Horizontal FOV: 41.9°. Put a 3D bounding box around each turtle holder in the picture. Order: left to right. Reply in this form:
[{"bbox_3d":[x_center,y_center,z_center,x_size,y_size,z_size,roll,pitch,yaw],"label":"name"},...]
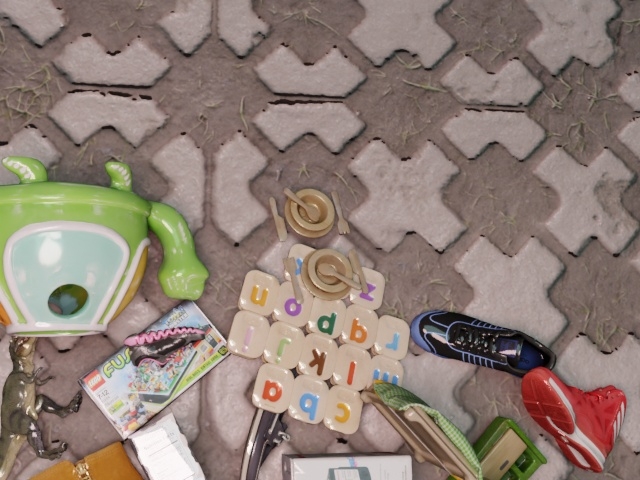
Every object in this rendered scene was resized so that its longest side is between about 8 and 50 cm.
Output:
[{"bbox_3d":[-0.350,0.023,1.211,0.320,0.243,0.228,12,71,-52],"label":"turtle holder"}]

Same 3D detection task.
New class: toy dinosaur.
[{"bbox_3d":[-0.419,0.262,1.216,0.118,0.064,0.268,11,78,-3],"label":"toy dinosaur"}]

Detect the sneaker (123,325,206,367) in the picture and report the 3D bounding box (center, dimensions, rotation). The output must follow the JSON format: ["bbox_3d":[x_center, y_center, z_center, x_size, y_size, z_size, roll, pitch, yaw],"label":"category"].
[{"bbox_3d":[-0.227,0.159,1.237,0.119,0.047,0.057,-9,88,-11],"label":"sneaker"}]

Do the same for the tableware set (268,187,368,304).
[{"bbox_3d":[0.000,0.000,1.331,0.128,0.039,0.194,-8,70,-24],"label":"tableware set"}]

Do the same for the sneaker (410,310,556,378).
[{"bbox_3d":[0.263,0.162,1.336,0.232,0.090,0.081,16,75,-6],"label":"sneaker"}]

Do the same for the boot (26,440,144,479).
[{"bbox_3d":[-0.364,0.429,1.160,0.295,0.104,0.211,-29,76,-27],"label":"boot"}]

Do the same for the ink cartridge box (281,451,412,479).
[{"bbox_3d":[0.035,0.352,1.233,0.175,0.127,0.072,1,79,-9],"label":"ink cartridge box"}]

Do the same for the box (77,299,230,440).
[{"bbox_3d":[-0.247,0.191,1.262,0.207,0.036,0.114,-39,85,-21],"label":"box"}]

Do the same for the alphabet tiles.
[{"bbox_3d":[0.002,0.149,1.298,0.284,0.021,0.278,20,60,-13],"label":"alphabet tiles"}]

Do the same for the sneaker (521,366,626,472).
[{"bbox_3d":[0.407,0.253,1.332,0.128,0.087,0.221,-48,119,-27],"label":"sneaker"}]

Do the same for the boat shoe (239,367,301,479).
[{"bbox_3d":[-0.072,0.280,1.261,0.065,0.075,0.206,17,69,-5],"label":"boat shoe"}]

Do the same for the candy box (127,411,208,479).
[{"bbox_3d":[-0.195,0.347,1.175,0.070,0.165,0.196,-27,82,-17],"label":"candy box"}]

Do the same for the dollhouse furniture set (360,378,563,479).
[{"bbox_3d":[0.225,0.284,1.214,0.151,0.197,0.301,-44,100,-14],"label":"dollhouse furniture set"}]
